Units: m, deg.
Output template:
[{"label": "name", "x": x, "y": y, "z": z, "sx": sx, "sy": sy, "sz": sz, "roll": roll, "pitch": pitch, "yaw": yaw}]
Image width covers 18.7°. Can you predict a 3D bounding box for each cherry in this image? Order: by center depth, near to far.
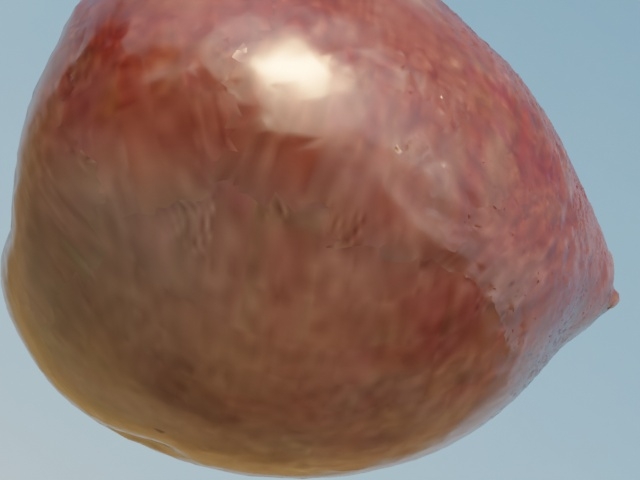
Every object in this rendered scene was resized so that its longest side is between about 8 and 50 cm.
[{"label": "cherry", "x": -0.010, "y": 0.000, "z": 0.790, "sx": 0.239, "sy": 0.206, "sz": 0.239, "roll": 17, "pitch": -57, "yaw": 27}]
